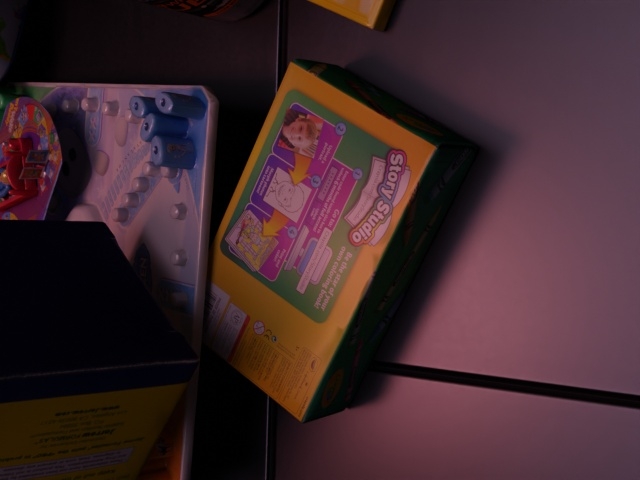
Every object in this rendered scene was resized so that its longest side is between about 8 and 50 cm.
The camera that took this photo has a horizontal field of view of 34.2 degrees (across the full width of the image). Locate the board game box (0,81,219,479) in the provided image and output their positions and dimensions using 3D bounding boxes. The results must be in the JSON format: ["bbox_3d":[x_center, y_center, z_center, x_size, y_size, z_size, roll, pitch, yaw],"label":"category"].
[{"bbox_3d":[-0.257,0.034,1.063,0.390,0.050,0.390,10,97,45],"label":"board game box"}]

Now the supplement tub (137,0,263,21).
[{"bbox_3d":[-0.133,-0.269,0.942,0.117,0.190,0.117,1,92,33],"label":"supplement tub"}]

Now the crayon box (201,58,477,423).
[{"bbox_3d":[0.000,0.000,0.929,0.165,0.081,0.278,35,109,27],"label":"crayon box"}]

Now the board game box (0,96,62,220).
[{"bbox_3d":[-0.324,-0.066,1.072,0.133,0.033,0.169,43,119,37],"label":"board game box"}]

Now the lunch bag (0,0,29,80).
[{"bbox_3d":[-0.434,-0.238,1.172,0.219,0.090,0.176,-10,59,32],"label":"lunch bag"}]

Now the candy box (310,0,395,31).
[{"bbox_3d":[0.049,-0.301,0.922,0.105,0.027,0.206,29,107,25],"label":"candy box"}]

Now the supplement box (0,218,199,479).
[{"bbox_3d":[-0.292,0.176,0.923,0.194,0.195,0.356,49,122,34],"label":"supplement box"}]
